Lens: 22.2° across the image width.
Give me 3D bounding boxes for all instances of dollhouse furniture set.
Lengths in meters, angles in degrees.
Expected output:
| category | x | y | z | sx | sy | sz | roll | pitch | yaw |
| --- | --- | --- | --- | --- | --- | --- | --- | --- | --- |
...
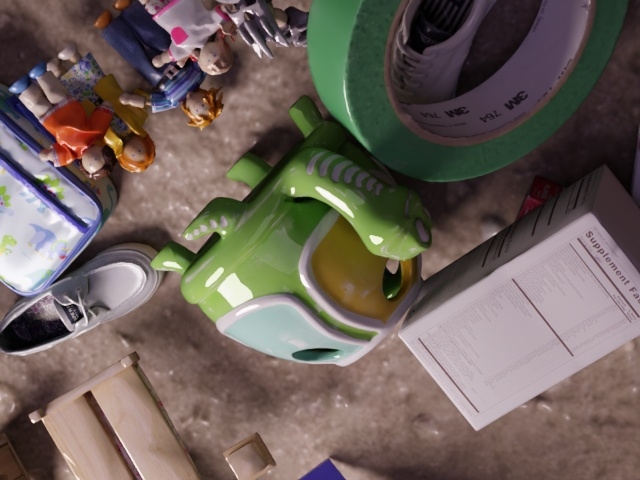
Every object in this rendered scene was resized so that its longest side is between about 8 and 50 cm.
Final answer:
| category | x | y | z | sx | sy | sz | roll | pitch | yaw |
| --- | --- | --- | --- | --- | --- | --- | --- | --- | --- |
| dollhouse furniture set | -0.270 | 0.213 | 1.938 | 0.355 | 0.174 | 0.303 | -30 | 89 | 6 |

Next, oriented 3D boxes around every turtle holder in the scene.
| category | x | y | z | sx | sy | sz | roll | pitch | yaw |
| --- | --- | --- | --- | --- | --- | --- | --- | --- | --- |
| turtle holder | 0.003 | -0.006 | 1.689 | 0.227 | 0.243 | 0.320 | 43 | 124 | -6 |

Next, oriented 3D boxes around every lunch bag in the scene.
| category | x | y | z | sx | sy | sz | roll | pitch | yaw |
| --- | --- | --- | --- | --- | --- | --- | --- | --- | --- |
| lunch bag | -0.352 | -0.061 | 1.850 | 0.219 | 0.090 | 0.176 | 43 | 113 | -8 |

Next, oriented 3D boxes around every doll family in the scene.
| category | x | y | z | sx | sy | sz | roll | pitch | yaw |
| --- | --- | --- | --- | --- | --- | --- | --- | --- | --- |
| doll family | -0.192 | -0.171 | 1.763 | 0.263 | 0.118 | 0.163 | -40 | 93 | 7 |

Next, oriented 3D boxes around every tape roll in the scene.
| category | x | y | z | sx | sy | sz | roll | pitch | yaw |
| --- | --- | --- | --- | --- | --- | --- | --- | --- | --- |
| tape roll | 0.144 | -0.212 | 1.554 | 0.321 | 0.077 | 0.321 | -18 | 130 | -23 |

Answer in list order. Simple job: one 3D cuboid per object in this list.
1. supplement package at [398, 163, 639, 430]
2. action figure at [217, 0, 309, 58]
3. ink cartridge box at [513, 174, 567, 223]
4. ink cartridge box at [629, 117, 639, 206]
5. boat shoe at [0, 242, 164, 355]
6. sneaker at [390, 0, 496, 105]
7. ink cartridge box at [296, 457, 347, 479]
| category | x | y | z | sx | sy | sz | roll | pitch | yaw |
| --- | --- | --- | --- | --- | --- | --- | --- | --- | --- |
| supplement package | 0.224 | 0.058 | 1.656 | 0.244 | 0.134 | 0.139 | -34 | 101 | 26 |
| action figure | -0.039 | -0.285 | 1.560 | 0.099 | 0.285 | 0.185 | -8 | 113 | 25 |
| ink cartridge box | 0.273 | 0.015 | 1.736 | 0.150 | 0.063 | 0.109 | 23 | 116 | 4 |
| ink cartridge box | 0.413 | -0.094 | 1.665 | 0.179 | 0.045 | 0.145 | 9 | 115 | 13 |
| boat shoe | -0.282 | 0.078 | 1.893 | 0.227 | 0.081 | 0.079 | -26 | 105 | 23 |
| sneaker | 0.103 | -0.196 | 1.664 | 0.094 | 0.091 | 0.258 | 31 | 114 | 17 |
| ink cartridge box | 0.009 | 0.371 | 1.854 | 0.208 | 0.206 | 0.045 | 50 | 144 | 10 |
